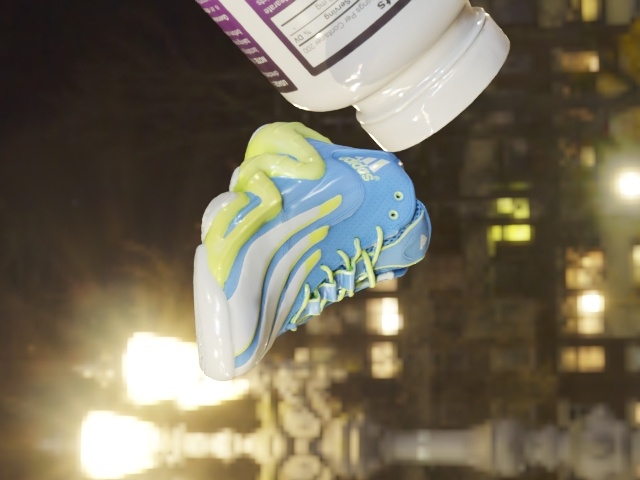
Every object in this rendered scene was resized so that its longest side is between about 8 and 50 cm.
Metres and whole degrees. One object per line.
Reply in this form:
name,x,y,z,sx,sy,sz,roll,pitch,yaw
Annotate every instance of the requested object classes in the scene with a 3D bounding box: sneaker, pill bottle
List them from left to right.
pill bottle,-0.013,-0.221,1.286,0.323,0.181,0.181,47,-150,-17
sneaker,0.000,0.000,1.086,0.240,0.126,0.091,-75,-14,-54
